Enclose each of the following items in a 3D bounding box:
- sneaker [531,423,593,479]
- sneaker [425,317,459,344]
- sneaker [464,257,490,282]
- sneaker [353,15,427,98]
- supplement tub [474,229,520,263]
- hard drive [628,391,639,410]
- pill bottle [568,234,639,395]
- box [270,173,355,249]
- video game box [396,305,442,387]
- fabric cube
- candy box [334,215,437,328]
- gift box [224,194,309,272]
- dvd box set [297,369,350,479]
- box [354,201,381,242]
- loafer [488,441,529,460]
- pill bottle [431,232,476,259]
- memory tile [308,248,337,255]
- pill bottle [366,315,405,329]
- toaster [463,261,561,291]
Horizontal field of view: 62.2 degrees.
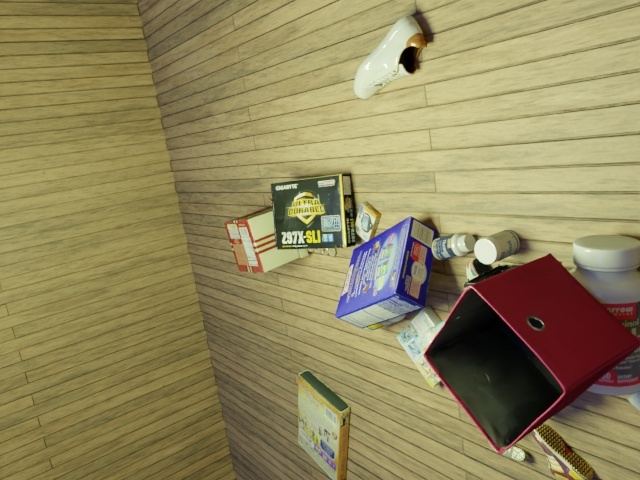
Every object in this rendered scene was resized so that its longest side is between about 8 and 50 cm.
[{"bbox_3d":[0.627,0.580,1.421,0.185,0.069,0.084,47,133,33],"label":"sneaker"},{"bbox_3d":[0.464,0.377,1.516,0.150,0.135,0.366,-39,86,22],"label":"sneaker"},{"bbox_3d":[0.455,0.129,1.493,0.162,0.057,0.075,68,162,5],"label":"sneaker"},{"bbox_3d":[0.197,-0.492,1.530,0.290,0.105,0.123,-48,62,49],"label":"sneaker"},{"bbox_3d":[0.461,0.016,1.379,0.071,0.107,0.071,26,124,46],"label":"supplement tub"},{"bbox_3d":[0.819,0.293,1.056,0.233,0.047,0.353,46,137,34],"label":"hard drive"},{"bbox_3d":[0.621,0.156,1.157,0.176,0.176,0.319,11,113,52],"label":"pill bottle"},{"bbox_3d":[-0.030,-0.099,1.926,0.321,0.079,0.258,-2,96,36],"label":"box"},{"bbox_3d":[0.357,0.345,1.713,0.205,0.048,0.187,56,139,23],"label":"video game box"},{"bbox_3d":[0.421,0.223,1.087,0.254,0.258,0.259,53,143,31],"label":"fabric cube"},{"bbox_3d":[0.200,0.108,1.644,0.317,0.122,0.268,-31,35,53],"label":"candy box"},{"bbox_3d":[-0.206,-0.033,2.143,0.255,0.258,0.277,5,112,53],"label":"gift box"},{"bbox_3d":[0.007,0.837,2.390,0.307,0.062,0.421,28,126,46],"label":"dvd box set"},{"bbox_3d":[0.159,-0.056,1.835,0.081,0.028,0.136,44,134,34],"label":"box"},{"bbox_3d":[0.555,0.615,1.563,0.125,0.039,0.045,14,81,54],"label":"loafer"},{"bbox_3d":[0.383,0.016,1.522,0.120,0.067,0.067,-18,89,55],"label":"pill bottle"},{"bbox_3d":[0.000,0.000,2.061,0.147,0.012,0.113,9,112,37],"label":"memory tile"},{"bbox_3d":[0.220,0.226,1.791,0.208,0.117,0.118,-35,75,54],"label":"pill bottle"},{"bbox_3d":[0.489,0.128,1.341,0.185,0.167,0.110,-6,102,56],"label":"toaster"}]
